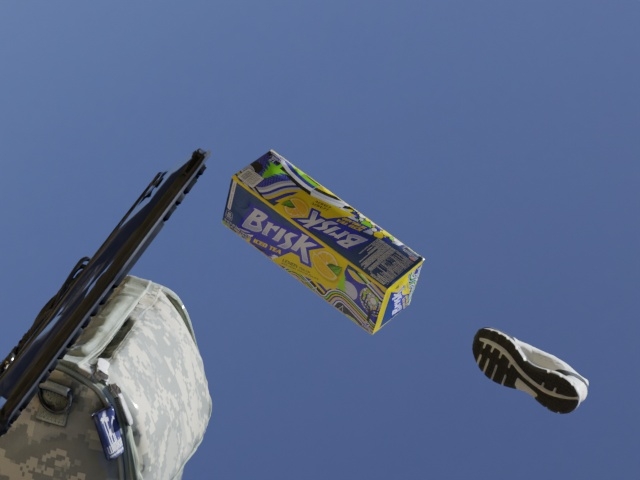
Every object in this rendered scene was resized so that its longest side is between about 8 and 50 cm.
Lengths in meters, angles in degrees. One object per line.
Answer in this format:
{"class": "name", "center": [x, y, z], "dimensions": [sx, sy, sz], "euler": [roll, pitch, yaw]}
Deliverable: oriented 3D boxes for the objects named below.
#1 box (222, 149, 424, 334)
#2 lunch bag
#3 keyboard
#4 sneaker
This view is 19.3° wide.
{"class": "box", "center": [0.000, 0.000, 1.558], "dimensions": [0.054, 0.169, 0.059], "euler": [-36, 153, -39]}
{"class": "lunch bag", "center": [-0.233, 0.189, 1.861], "dimensions": [0.305, 0.213, 0.256], "euler": [-59, 163, -69]}
{"class": "keyboard", "center": [-0.213, 0.058, 1.658], "dimensions": [0.317, 0.033, 0.201], "euler": [-54, -166, -24]}
{"class": "sneaker", "center": [0.175, 0.107, 1.570], "dimensions": [0.044, 0.109, 0.040], "euler": [-16, 136, -58]}
